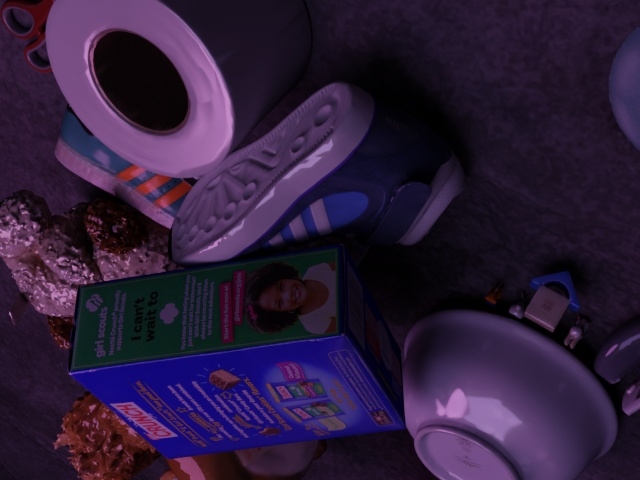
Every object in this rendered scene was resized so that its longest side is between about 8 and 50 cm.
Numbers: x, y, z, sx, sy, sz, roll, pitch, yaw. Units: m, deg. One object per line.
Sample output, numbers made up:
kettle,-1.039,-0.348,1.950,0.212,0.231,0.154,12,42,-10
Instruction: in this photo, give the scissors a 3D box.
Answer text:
scissors,-0.314,-0.301,1.296,0.297,0.021,0.109,-21,111,45

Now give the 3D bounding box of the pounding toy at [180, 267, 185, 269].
pounding toy,-0.078,0.102,1.329,0.270,0.154,0.154,18,167,18

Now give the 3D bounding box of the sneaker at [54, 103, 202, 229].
sneaker,-0.196,-0.102,1.322,0.302,0.108,0.121,25,124,1

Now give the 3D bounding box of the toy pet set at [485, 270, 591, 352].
toy pet set,0.262,0.068,1.200,0.122,0.065,0.114,30,174,14

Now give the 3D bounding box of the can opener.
can opener,0.398,0.098,1.096,0.095,0.076,0.283,37,139,1

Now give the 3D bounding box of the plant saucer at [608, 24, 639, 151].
plant saucer,0.357,-0.124,0.947,0.195,0.037,0.194,21,136,21

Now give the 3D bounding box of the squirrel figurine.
squirrel figurine,-0.181,0.279,1.547,0.397,0.280,0.370,23,163,-17

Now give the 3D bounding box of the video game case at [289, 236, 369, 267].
video game case,0.000,0.000,1.346,0.119,0.015,0.166,34,140,4

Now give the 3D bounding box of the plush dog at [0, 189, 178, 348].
plush dog,-0.292,0.023,1.407,0.226,0.262,0.210,-18,81,20

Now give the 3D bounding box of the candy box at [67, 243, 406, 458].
candy box,-0.086,0.139,1.190,0.317,0.122,0.268,-10,146,13

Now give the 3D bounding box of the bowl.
bowl,0.211,0.235,1.296,0.298,0.134,0.297,24,145,18

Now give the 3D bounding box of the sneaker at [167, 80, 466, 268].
sneaker,0.010,-0.025,1.163,0.236,0.130,0.323,30,128,-35

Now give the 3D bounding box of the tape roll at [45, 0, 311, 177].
tape roll,-0.155,-0.214,1.139,0.246,0.169,0.246,20,136,21
